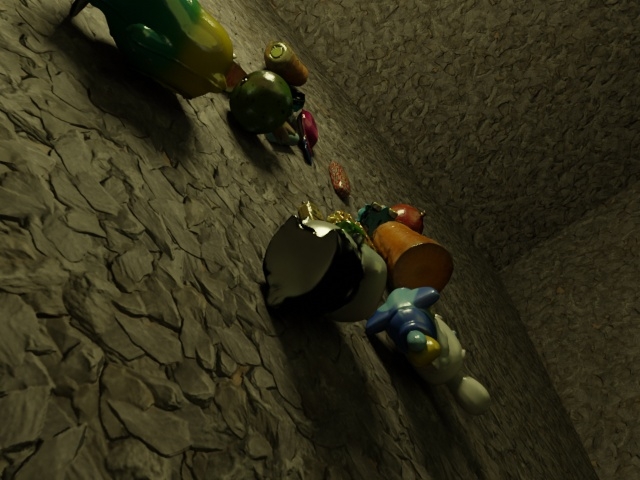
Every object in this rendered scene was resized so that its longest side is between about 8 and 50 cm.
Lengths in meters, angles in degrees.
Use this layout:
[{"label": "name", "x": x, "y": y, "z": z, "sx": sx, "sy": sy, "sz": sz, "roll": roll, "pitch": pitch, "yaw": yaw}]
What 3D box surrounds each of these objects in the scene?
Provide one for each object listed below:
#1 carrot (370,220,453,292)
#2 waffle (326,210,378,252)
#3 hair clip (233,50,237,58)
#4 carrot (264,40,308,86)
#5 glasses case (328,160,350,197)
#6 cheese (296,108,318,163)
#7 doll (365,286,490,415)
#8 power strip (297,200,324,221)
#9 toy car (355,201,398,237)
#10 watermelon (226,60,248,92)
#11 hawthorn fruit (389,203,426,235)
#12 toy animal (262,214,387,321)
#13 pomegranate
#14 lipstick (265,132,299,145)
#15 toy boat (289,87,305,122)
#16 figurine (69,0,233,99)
[{"label": "carrot", "x": 0.277, "y": 0.046, "z": 1.611, "sx": 0.196, "sy": 0.196, "sz": 0.254, "roll": 42, "pitch": 10, "yaw": -26}, {"label": "waffle", "x": 0.110, "y": 0.017, "z": 1.544, "sx": 0.249, "sy": 0.056, "sz": 0.253, "roll": 52, "pitch": 19, "yaw": -2}, {"label": "hair clip", "x": -0.338, "y": -0.588, "z": 1.616, "sx": 0.140, "sy": 0.054, "sz": 0.220, "roll": 64, "pitch": 23, "yaw": -2}, {"label": "carrot", "x": -0.144, "y": -0.730, "z": 2.162, "sx": 0.138, "sy": 0.139, "sz": 0.302, "roll": 57, "pitch": 13, "yaw": 14}, {"label": "glasses case", "x": 0.075, "y": -0.226, "z": 1.888, "sx": 0.073, "sy": 0.049, "sz": 0.194, "roll": 39, "pitch": 23, "yaw": -32}, {"label": "cheese", "x": -0.047, "y": -0.374, "z": 1.836, "sx": 0.155, "sy": 0.062, "sz": 0.244, "roll": 66, "pitch": 17, "yaw": -49}, {"label": "doll", "x": 0.264, "y": 0.236, "z": 1.310, "sx": 0.376, "sy": 0.187, "sz": 0.365, "roll": 32, "pitch": -9, "yaw": 43}, {"label": "power strip", "x": 0.000, "y": 0.000, "z": 1.347, "sx": 0.064, "sy": 0.044, "sz": 0.305, "roll": 30, "pitch": 29, "yaw": -44}, {"label": "toy car", "x": 0.177, "y": -0.077, "z": 1.791, "sx": 0.161, "sy": 0.126, "sz": 0.098, "roll": 24, "pitch": 11, "yaw": -35}, {"label": "watermelon", "x": -0.290, "y": -0.503, "z": 1.537, "sx": 0.069, "sy": 0.087, "sz": 0.163, "roll": 40, "pitch": 4, "yaw": 28}, {"label": "hawthorn fruit", "x": 0.303, "y": -0.060, "z": 1.903, "sx": 0.169, "sy": 0.188, "sz": 0.169, "roll": 46, "pitch": 13, "yaw": -14}, {"label": "toy animal", "x": 0.025, "y": 0.059, "z": 1.060, "sx": 0.267, "sy": 0.212, "sz": 0.212, "roll": 16, "pitch": 40, "yaw": -53}, {"label": "pomegranate", "x": -0.152, "y": -0.373, "z": 1.476, "sx": 0.225, "sy": 0.187, "sz": 0.187, "roll": 50, "pitch": 16, "yaw": -42}, {"label": "lipstick", "x": -0.119, "y": -0.333, "z": 1.649, "sx": 0.048, "sy": 0.048, "sz": 0.158, "roll": 55, "pitch": 20, "yaw": 9}, {"label": "toy boat", "x": -0.128, "y": -0.499, "z": 1.871, "sx": 0.134, "sy": 0.092, "sz": 0.299, "roll": 13, "pitch": 21, "yaw": -6}, {"label": "figurine", "x": -0.341, "y": -0.464, "z": 1.132, "sx": 0.340, "sy": 0.231, "sz": 0.323, "roll": 32, "pitch": 28, "yaw": -31}]
